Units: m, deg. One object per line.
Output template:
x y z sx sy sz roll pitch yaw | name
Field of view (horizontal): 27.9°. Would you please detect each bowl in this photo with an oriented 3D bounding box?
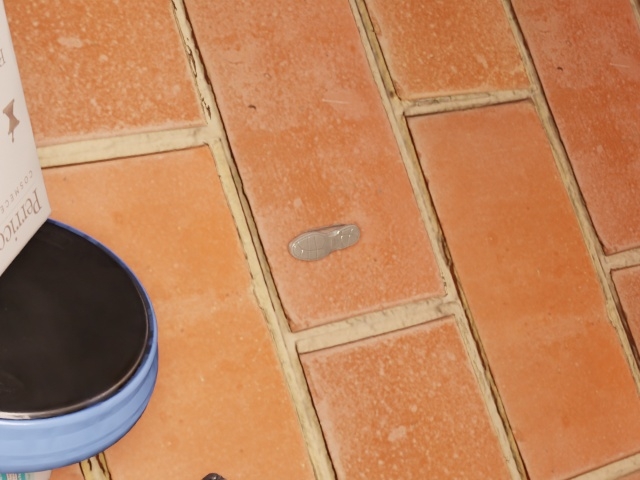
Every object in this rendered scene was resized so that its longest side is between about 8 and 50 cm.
-0.381 0.102 1.538 0.391 0.077 0.391 14 37 -11 | bowl

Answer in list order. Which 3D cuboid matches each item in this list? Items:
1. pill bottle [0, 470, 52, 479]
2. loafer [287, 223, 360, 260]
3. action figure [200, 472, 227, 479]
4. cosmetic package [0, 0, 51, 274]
-0.457 0.271 1.497 0.264 0.146 0.146 -22 85 -36 | pill bottle
0.000 0.000 1.951 0.125 0.039 0.045 -15 113 -32 | loafer
-0.193 0.412 1.612 0.276 0.141 0.164 -39 106 -37 | action figure
-0.527 -0.121 1.346 0.329 0.327 0.393 -65 155 -53 | cosmetic package
